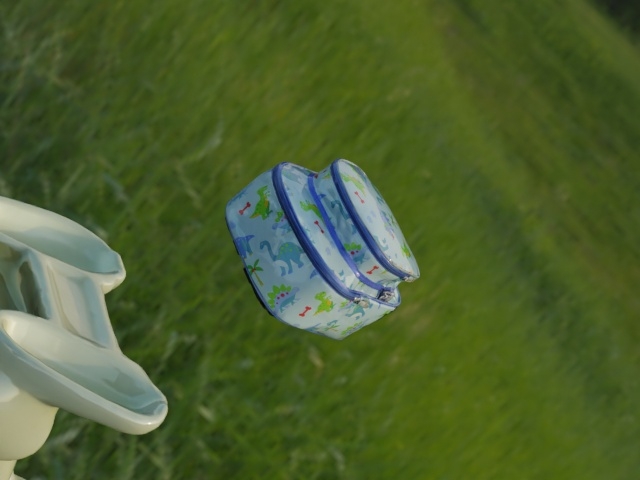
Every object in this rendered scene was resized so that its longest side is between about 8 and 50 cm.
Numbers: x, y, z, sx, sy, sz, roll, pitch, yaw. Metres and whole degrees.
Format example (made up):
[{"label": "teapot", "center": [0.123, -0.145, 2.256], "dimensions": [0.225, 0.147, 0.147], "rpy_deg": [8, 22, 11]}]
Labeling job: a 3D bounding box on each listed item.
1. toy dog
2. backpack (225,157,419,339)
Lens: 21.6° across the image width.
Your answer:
[{"label": "toy dog", "center": [-0.376, 0.179, 1.395], "dimensions": [0.395, 0.408, 0.284], "rpy_deg": [21, 23, -39]}, {"label": "backpack", "center": [0.000, 0.000, 1.023], "dimensions": [0.114, 0.084, 0.105], "rpy_deg": [13, 47, -63]}]
